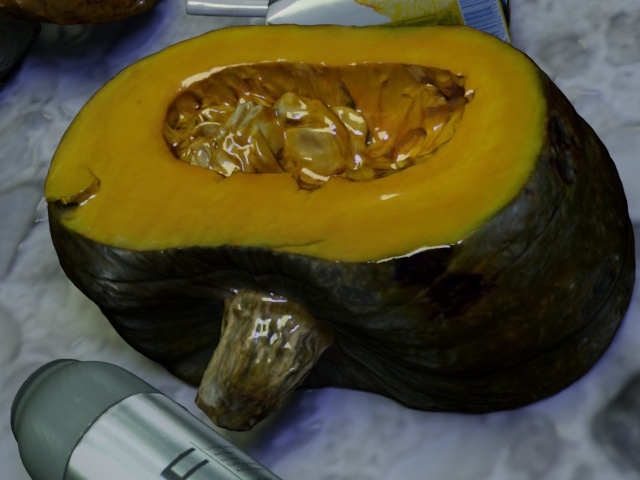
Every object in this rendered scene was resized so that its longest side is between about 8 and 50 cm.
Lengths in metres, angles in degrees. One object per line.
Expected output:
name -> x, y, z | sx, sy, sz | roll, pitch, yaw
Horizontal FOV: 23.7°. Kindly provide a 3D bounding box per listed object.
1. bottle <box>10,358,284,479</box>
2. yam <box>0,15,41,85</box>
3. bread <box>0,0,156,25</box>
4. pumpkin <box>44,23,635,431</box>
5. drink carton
bottle -> -0.055, 0.135, 0.758 | 0.096, 0.079, 0.254 | -13, 31, -44
yam -> -0.260, -0.119, 1.072 | 0.070, 0.069, 0.146 | 16, 59, 33
bread -> -0.203, -0.201, 1.067 | 0.193, 0.064, 0.193 | 11, 20, -4
pumpkin -> 0.000, 0.000, 0.812 | 0.317, 0.139, 0.222 | 8, 51, 25
drink carton -> 0.018, -0.144, 0.968 | 0.200, 0.074, 0.084 | -10, 47, 17
